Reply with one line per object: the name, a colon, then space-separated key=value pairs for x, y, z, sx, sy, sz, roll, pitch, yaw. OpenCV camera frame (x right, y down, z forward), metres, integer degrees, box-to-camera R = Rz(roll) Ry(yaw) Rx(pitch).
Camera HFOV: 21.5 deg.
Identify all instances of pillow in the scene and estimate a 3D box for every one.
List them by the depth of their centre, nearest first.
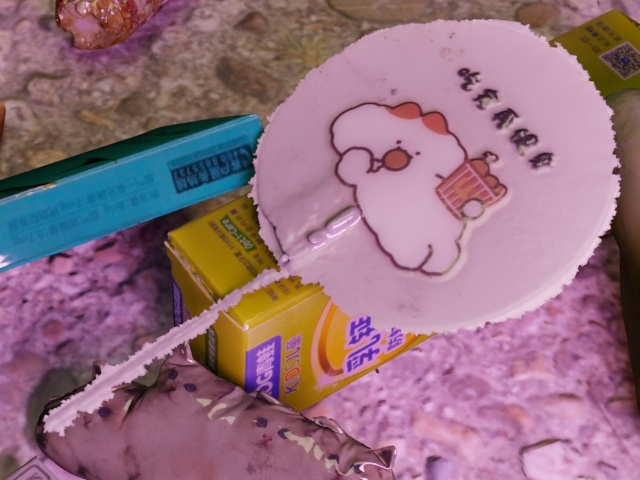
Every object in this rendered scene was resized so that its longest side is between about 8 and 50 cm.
pillow: x=-0.036 y=0.114 z=0.851 sx=0.241 sy=0.093 sz=0.051 roll=24 pitch=17 yaw=19

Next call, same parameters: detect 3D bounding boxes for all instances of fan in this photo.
fan: x=0.000 y=0.000 z=0.836 sx=0.329 sy=0.009 sz=0.191 roll=-32 pitch=59 yaw=-7

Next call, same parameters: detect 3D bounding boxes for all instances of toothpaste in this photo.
toothpaste: x=0.067 y=-0.014 z=0.947 sx=0.327 sy=0.110 sz=0.077 roll=-28 pitch=59 yaw=-23

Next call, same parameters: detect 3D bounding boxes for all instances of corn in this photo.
corn: x=-0.095 y=-0.211 z=1.132 sx=0.079 sy=0.079 sz=0.237 roll=24 pitch=57 yaw=17

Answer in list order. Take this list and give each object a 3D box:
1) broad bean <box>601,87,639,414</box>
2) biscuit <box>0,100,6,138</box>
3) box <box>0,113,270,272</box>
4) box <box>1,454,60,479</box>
broad bean: x=0.199 y=0.018 z=0.866 sx=0.100 sy=0.228 sz=0.169 roll=-10 pitch=14 yaw=-2
biscuit: x=-0.359 y=-0.049 z=1.001 sx=0.308 sy=0.040 sz=0.205 roll=11 pitch=50 yaw=6
box: x=-0.157 y=-0.015 z=0.912 sx=0.226 sy=0.161 sz=0.042 roll=-22 pitch=99 yaw=-24
box: x=-0.170 y=0.193 z=0.810 sx=0.115 sy=0.036 sz=0.177 roll=39 pitch=58 yaw=25
